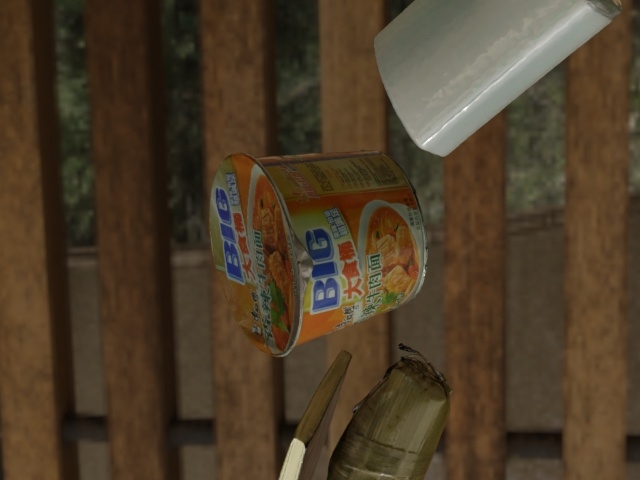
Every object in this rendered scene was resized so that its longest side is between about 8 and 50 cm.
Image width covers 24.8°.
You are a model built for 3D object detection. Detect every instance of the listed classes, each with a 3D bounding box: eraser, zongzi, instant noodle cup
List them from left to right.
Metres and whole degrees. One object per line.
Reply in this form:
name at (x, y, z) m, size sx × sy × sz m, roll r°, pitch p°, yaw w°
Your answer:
instant noodle cup at (0.000, 0.000, 2.017) m, size 0.214 × 0.296 × 0.296 m, roll -13°, pitch -166°, yaw -25°
zongzi at (0.067, 0.197, 1.536) m, size 0.094 × 0.205 × 0.204 m, roll 20°, pitch -174°, yaw -8°
eraser at (0.205, -0.258, 1.751) m, size 0.104 × 0.189 × 0.290 m, roll 11°, pitch 139°, yaw -47°

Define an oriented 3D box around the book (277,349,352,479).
book at (-0.019, 0.253, 1.656) m, size 0.024 × 0.228 × 0.160 m, roll 21°, pitch -141°, yaw 8°
